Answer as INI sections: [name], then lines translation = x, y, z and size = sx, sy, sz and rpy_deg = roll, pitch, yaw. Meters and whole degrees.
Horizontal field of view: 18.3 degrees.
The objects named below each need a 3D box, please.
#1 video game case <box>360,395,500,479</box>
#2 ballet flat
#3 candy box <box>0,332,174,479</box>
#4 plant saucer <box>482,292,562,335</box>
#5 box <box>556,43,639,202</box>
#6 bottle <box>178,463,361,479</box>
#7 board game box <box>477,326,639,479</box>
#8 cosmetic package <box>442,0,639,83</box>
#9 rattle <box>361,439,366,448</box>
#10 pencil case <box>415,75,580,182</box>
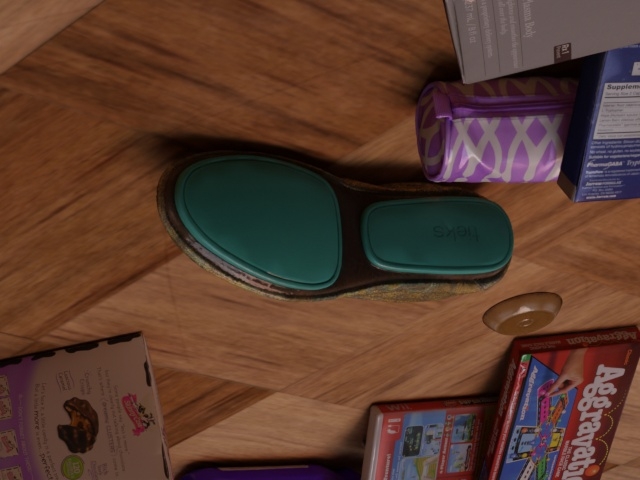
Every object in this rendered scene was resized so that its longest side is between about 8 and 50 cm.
[video game case]
translation = 0.180, 0.270, 2.252
size = 0.285, 0.025, 0.204
rpy_deg = -2, 114, -22
[ballet flat]
translation = 0.000, 0.000, 1.642
size = 0.349, 0.123, 0.123
rpy_deg = 5, 150, -33
[candy box]
translation = -0.243, 0.191, 1.854
size = 0.196, 0.164, 0.070
rpy_deg = -11, 156, -3
[plant saucer]
translation = 0.206, 0.078, 2.008
size = 0.083, 0.015, 0.083
rpy_deg = -11, 155, -5
[box]
translation = 0.263, -0.135, 1.479
size = 0.136, 0.036, 0.225
rpy_deg = -4, 124, -19
[bottle]
translation = -0.033, 0.311, 2.295
size = 0.283, 0.092, 0.118
rpy_deg = 2, 151, -29
[board game box]
translation = 0.256, 0.212, 2.177
size = 0.145, 0.027, 0.281
rpy_deg = -6, 132, -18
[cosmetic package]
translation = 0.195, -0.198, 1.316
size = 0.238, 0.107, 0.127
rpy_deg = -12, 152, 5
[rattle]
translation = 0.134, 0.294, 2.294
size = 0.130, 0.142, 0.200
rpy_deg = 2, 173, 30
[pencil case]
translation = 0.177, -0.090, 1.552
size = 0.206, 0.086, 0.088
rpy_deg = -6, 165, -15
